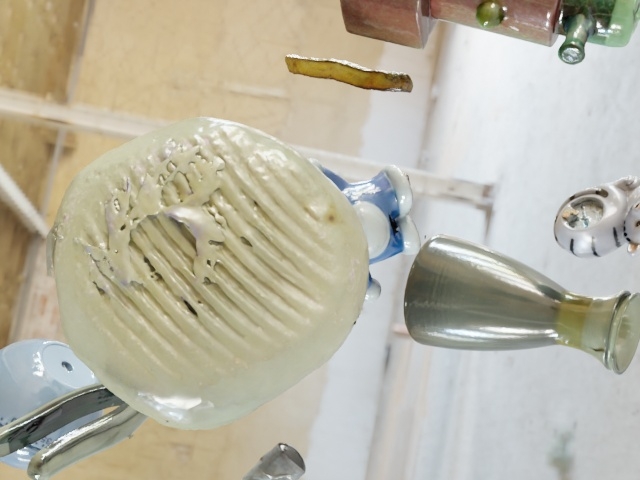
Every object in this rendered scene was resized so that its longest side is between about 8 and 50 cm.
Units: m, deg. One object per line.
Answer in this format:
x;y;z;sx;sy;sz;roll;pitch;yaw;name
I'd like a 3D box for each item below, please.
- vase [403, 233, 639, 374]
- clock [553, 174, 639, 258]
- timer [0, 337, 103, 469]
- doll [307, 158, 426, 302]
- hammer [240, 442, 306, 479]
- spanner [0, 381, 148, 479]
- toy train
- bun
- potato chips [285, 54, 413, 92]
0.298;0.099;1.640;0.173;0.321;0.173;-28;-57;-54;vase
0.408;-0.018;1.541;0.117;0.176;0.080;-87;-27;-46;clock
-0.383;0.216;1.364;0.175;0.255;0.175;54;-159;-32;timer
0.000;0.000;1.394;0.161;0.256;0.215;-135;27;-68;doll
-0.178;0.357;1.224;0.427;0.152;0.044;-46;-1;17;hammer
-0.211;0.174;1.231;0.325;0.095;0.040;-25;-51;-51;spanner
0.174;-0.262;1.024;0.150;0.304;0.221;83;-152;-53;toy train
-0.098;0.023;0.977;0.168;0.272;0.273;70;-149;-82;bun
0.019;-0.179;1.188;0.204;0.037;0.026;20;110;51;potato chips
